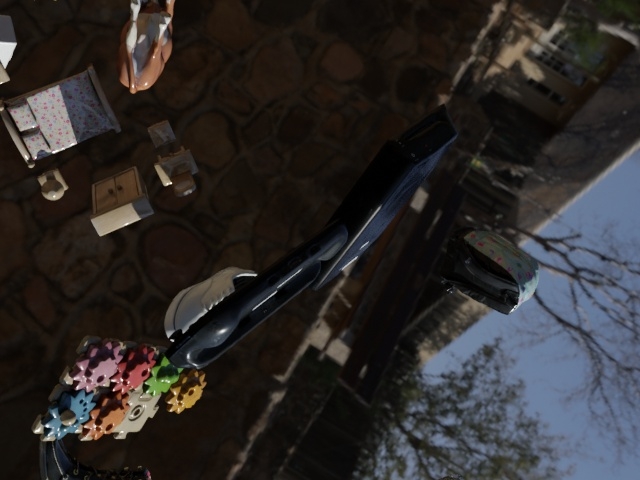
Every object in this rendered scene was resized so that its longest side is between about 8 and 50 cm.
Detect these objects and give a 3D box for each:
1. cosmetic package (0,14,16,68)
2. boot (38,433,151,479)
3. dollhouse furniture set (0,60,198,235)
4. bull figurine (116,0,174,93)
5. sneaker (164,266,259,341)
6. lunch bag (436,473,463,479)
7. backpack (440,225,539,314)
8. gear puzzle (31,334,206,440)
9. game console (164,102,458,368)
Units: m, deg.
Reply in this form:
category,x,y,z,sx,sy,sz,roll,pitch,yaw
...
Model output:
category,x,y,z,sx,sy,sz,roll,pitch,yaw
cosmetic package,-0.829,-0.460,1.721,0.231,0.086,0.117,-7,162,-41
boot,-0.409,0.429,1.389,0.085,0.178,0.236,-108,-168,-62
dollhouse furniture set,-0.436,-0.214,1.457,0.303,0.356,0.174,-24,-149,-6
bull figurine,-0.340,-0.417,1.490,0.310,0.101,0.188,-100,-154,-47
sneaker,-0.218,0.121,1.557,0.091,0.094,0.258,-9,-158,35
lunch bag,0.147,0.463,1.200,0.224,0.108,0.279,-25,164,0
backpack,0.341,0.060,1.511,0.115,0.182,0.152,-35,144,-33
gear puzzle,-0.282,0.245,1.181,0.175,0.044,0.339,-59,152,2
game console,0.000,0.000,0.717,0.361,0.044,0.213,-37,168,-47
